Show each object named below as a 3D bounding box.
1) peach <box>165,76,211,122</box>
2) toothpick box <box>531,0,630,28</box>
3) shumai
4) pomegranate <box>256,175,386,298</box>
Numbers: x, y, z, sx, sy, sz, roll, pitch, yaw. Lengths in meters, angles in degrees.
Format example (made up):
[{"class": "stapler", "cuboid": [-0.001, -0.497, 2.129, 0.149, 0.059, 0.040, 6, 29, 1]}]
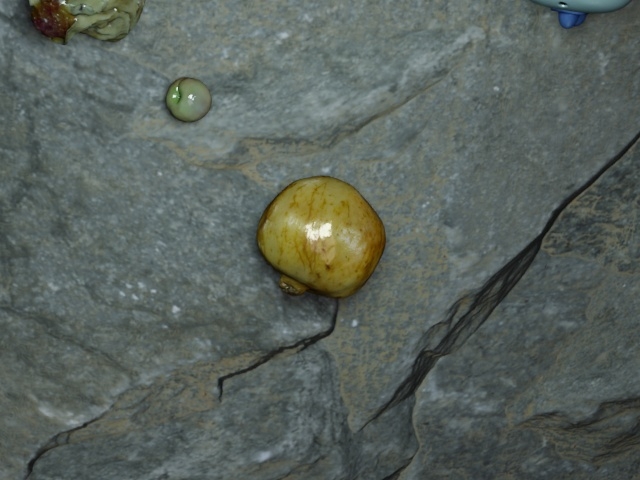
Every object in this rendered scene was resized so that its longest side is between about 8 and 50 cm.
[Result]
[{"class": "peach", "cuboid": [-0.235, -0.252, 1.788, 0.083, 0.083, 0.083, -5, 108, -14]}, {"class": "toothpick box", "cuboid": [0.486, -0.565, 1.817, 0.262, 0.263, 0.355, 3, 107, -17]}, {"class": "shumai", "cuboid": [-0.373, -0.421, 1.620, 0.183, 0.185, 0.218, 18, 115, -13]}, {"class": "pomegranate", "cuboid": [0.000, 0.000, 1.858, 0.248, 0.248, 0.248, -5, 108, -14]}]
